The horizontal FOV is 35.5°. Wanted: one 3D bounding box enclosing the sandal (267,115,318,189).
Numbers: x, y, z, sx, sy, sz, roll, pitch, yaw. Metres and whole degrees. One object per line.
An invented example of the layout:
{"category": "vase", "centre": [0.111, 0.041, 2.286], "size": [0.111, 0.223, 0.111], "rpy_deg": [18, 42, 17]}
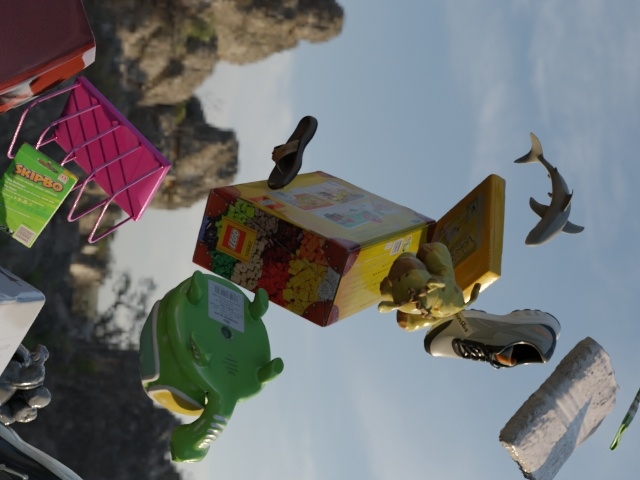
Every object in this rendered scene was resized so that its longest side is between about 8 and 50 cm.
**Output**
{"category": "sandal", "centre": [-0.074, -0.212, 2.328], "size": [0.090, 0.060, 0.219], "rpy_deg": [-2, -125, 50]}

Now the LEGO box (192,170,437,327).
{"category": "LEGO box", "centre": [0.000, 0.000, 2.397], "size": [0.500, 0.372, 0.193], "rpy_deg": [-16, 127, -60]}

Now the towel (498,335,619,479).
{"category": "towel", "centre": [0.340, 0.251, 1.406], "size": [0.049, 0.187, 0.282], "rpy_deg": [39, -6, 30]}

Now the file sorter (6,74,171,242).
{"category": "file sorter", "centre": [-0.521, -0.172, 2.209], "size": [0.182, 0.290, 0.202], "rpy_deg": [-38, 169, -47]}

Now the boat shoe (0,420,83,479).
{"category": "boat shoe", "centre": [-0.580, 0.450, 1.970], "size": [0.091, 0.302, 0.114], "rpy_deg": [-55, 175, -13]}

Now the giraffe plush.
{"category": "giraffe plush", "centre": [0.186, 0.096, 1.905], "size": [0.210, 0.170, 0.181], "rpy_deg": [41, -78, 31]}

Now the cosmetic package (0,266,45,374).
{"category": "cosmetic package", "centre": [-0.590, 0.151, 1.148], "size": [0.394, 0.327, 0.329], "rpy_deg": [-59, 178, -2]}

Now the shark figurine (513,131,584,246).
{"category": "shark figurine", "centre": [0.573, -0.120, 2.423], "size": [0.116, 0.166, 0.278], "rpy_deg": [114, -22, -65]}

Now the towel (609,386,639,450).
{"category": "towel", "centre": [0.660, 0.363, 2.111], "size": [0.152, 0.023, 0.113], "rpy_deg": [-49, 155, -33]}

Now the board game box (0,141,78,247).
{"category": "board game box", "centre": [-0.581, -0.093, 1.999], "size": [0.259, 0.124, 0.039], "rpy_deg": [-42, -161, 43]}

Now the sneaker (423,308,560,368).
{"category": "sneaker", "centre": [0.329, 0.200, 1.961], "size": [0.108, 0.271, 0.100], "rpy_deg": [-69, 144, -45]}

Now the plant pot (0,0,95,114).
{"category": "plant pot", "centre": [-0.546, -0.390, 1.809], "size": [0.267, 0.235, 0.267], "rpy_deg": [179, -107, -77]}

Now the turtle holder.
{"category": "turtle holder", "centre": [-0.212, 0.233, 1.853], "size": [0.227, 0.243, 0.320], "rpy_deg": [-34, -107, 33]}

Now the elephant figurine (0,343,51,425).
{"category": "elephant figurine", "centre": [-0.670, 0.269, 2.126], "size": [0.239, 0.169, 0.186], "rpy_deg": [-124, -161, -51]}

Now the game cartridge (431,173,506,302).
{"category": "game cartridge", "centre": [0.354, 0.027, 2.504], "size": [0.285, 0.052, 0.324], "rpy_deg": [-45, -157, 44]}
